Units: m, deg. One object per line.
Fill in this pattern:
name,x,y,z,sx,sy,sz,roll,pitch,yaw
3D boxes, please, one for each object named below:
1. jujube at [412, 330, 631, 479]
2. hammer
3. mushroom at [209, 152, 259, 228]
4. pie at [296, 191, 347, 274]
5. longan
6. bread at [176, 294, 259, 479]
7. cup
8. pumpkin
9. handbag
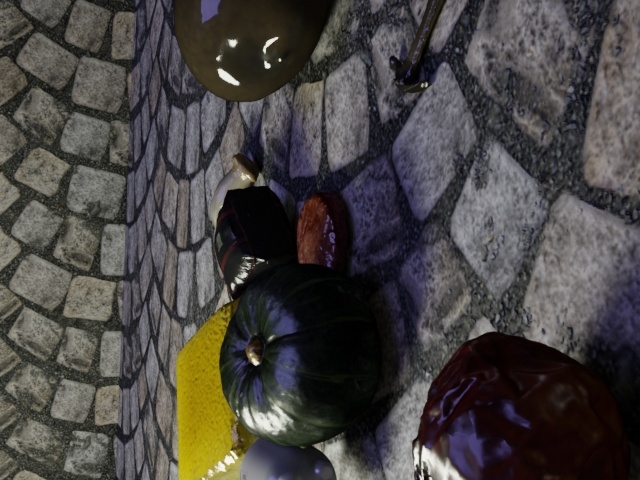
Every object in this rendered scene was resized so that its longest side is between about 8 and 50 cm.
jujube,0.191,0.265,0.827,0.216,0.216,0.342,-129,40,-57
hammer,0.160,-0.341,1.130,0.125,0.027,0.297,-114,34,-46
mushroom,-0.201,-0.103,1.888,0.097,0.088,0.212,-63,-4,-62
pie,0.000,0.000,1.455,0.182,0.049,0.182,-177,90,-69
longan,-0.130,-0.415,1.507,0.350,0.288,0.288,-39,53,50
bread,-0.171,0.318,1.594,0.323,0.143,0.333,-42,45,48
cup,-0.033,0.409,1.326,0.142,0.134,0.173,6,125,60
pumpkin,-0.032,0.183,1.319,0.300,0.207,0.300,-7,80,48
handbag,-0.135,0.016,1.634,0.169,0.155,0.215,104,153,-43
